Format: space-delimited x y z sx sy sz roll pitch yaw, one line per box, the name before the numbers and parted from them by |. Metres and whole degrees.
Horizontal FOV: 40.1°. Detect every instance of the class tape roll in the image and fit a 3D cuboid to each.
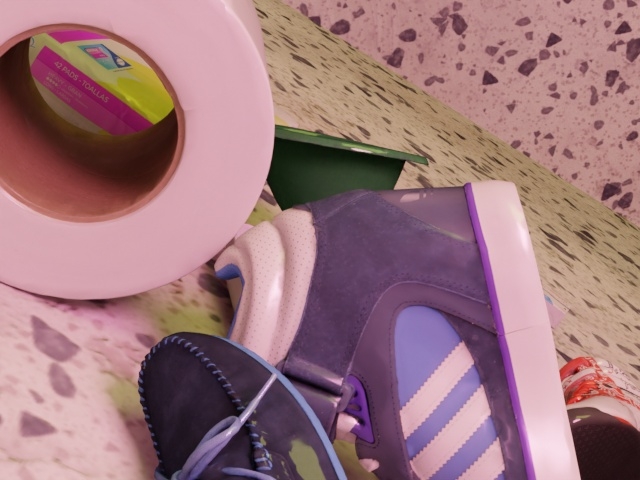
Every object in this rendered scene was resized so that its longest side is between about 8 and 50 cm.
tape roll | -0.156 -0.104 0.611 0.246 0.246 0.169 28 20 -17

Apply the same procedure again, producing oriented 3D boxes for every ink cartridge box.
ink cartridge box | 0.333 0.094 1.270 0.048 0.028 0.083 39 19 14

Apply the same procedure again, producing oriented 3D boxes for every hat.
hat | 0.000 0.000 0.777 0.173 0.184 0.208 3 11 -44

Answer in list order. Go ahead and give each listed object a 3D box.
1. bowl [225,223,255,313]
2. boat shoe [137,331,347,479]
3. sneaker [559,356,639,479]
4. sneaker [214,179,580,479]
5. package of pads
bowl | -0.020 0.056 0.744 0.142 0.053 0.142 23 22 -27
boat shoe | -0.034 0.140 0.443 0.089 0.109 0.258 8 30 -46
sneaker | 0.265 0.178 0.875 0.270 0.090 0.145 18 20 -40
sneaker | 0.039 0.128 0.581 0.130 0.236 0.323 -32 111 -81
package of pads | -0.160 -0.129 0.884 0.229 0.101 0.296 36 19 5
